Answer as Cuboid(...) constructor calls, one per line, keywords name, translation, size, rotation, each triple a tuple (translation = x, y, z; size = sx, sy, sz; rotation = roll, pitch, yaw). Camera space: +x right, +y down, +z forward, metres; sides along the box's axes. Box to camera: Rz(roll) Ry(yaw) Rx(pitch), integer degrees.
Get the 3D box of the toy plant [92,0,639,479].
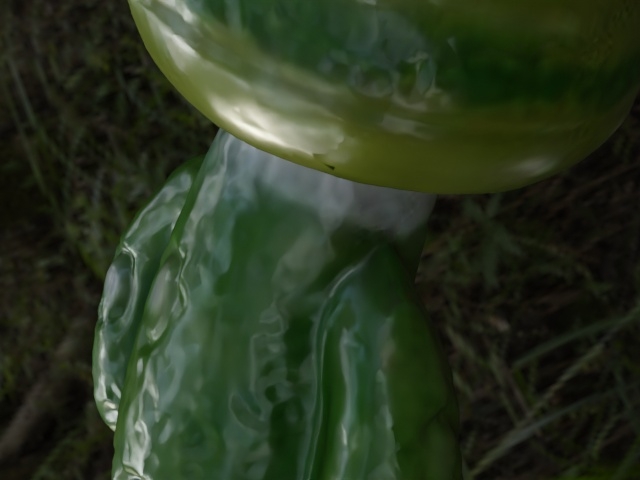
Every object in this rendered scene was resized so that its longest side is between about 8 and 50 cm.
Cuboid(name="toy plant", translation=(0.000, 0.000, 0.569), size=(0.224, 0.184, 0.315), rotation=(47, 130, 43))
